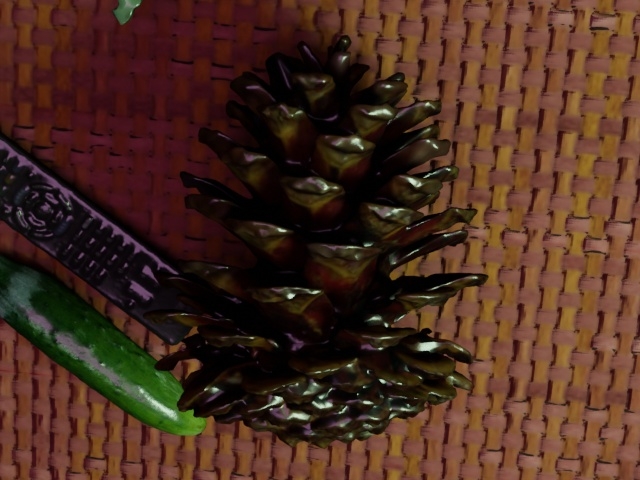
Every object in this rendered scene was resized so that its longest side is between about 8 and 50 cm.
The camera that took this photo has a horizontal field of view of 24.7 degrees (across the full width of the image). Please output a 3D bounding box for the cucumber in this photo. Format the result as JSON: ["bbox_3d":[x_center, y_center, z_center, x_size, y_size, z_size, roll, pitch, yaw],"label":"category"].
[{"bbox_3d":[-0.193,0.081,1.174,0.250,0.056,0.056,38,108,-6],"label":"cucumber"}]

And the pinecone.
[{"bbox_3d":[-0.003,0.000,1.042,0.246,0.246,0.292,3,91,6],"label":"pinecone"}]

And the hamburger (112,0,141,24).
[{"bbox_3d":[-0.139,-0.273,1.015,0.214,0.125,0.235,17,95,12],"label":"hamburger"}]

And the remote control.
[{"bbox_3d":[-0.195,-0.009,1.160,0.245,0.025,0.063,38,109,-6],"label":"remote control"}]
